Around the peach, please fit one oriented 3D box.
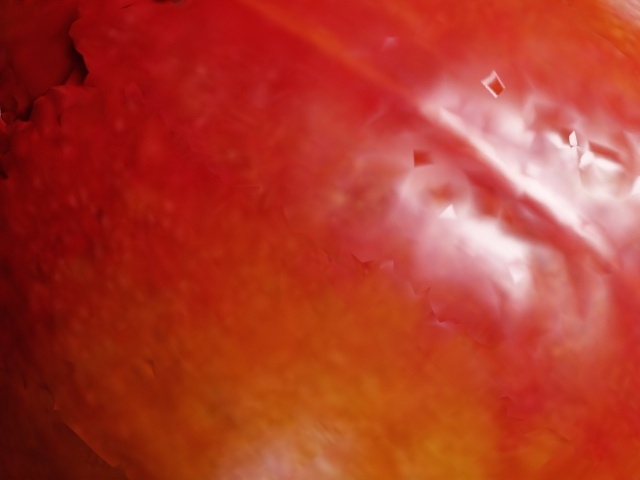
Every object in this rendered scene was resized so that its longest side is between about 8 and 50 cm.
[{"bbox_3d":[0.000,0.000,0.733,0.370,0.370,0.370,10,69,-27],"label":"peach"}]
